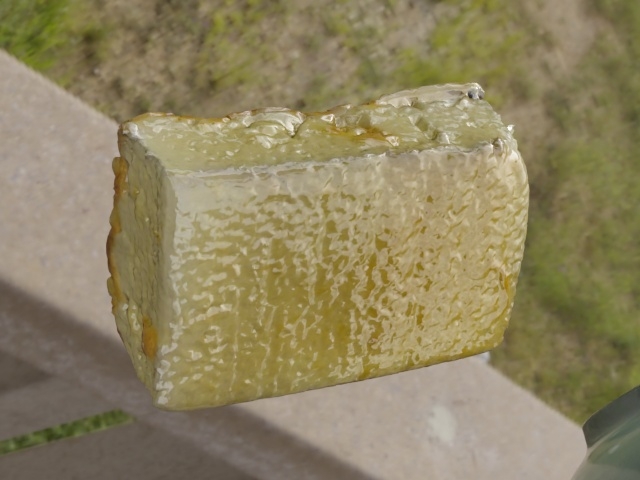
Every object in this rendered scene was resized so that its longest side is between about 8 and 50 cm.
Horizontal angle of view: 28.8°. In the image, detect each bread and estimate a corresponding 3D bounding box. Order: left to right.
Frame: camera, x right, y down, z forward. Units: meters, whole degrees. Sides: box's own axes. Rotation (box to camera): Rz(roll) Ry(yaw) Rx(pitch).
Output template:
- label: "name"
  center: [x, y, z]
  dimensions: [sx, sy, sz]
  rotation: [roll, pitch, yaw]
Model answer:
- label: "bread"
  center: [0.000, 0.000, 0.834]
  dimensions: [0.274, 0.114, 0.185]
  rotation: [-9, 121, -28]

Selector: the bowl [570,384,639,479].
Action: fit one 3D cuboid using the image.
- label: "bowl"
  center: [0.351, 0.207, 1.098]
  dimensions: [0.354, 0.354, 0.185]
  rotation: [-4, 61, -47]
